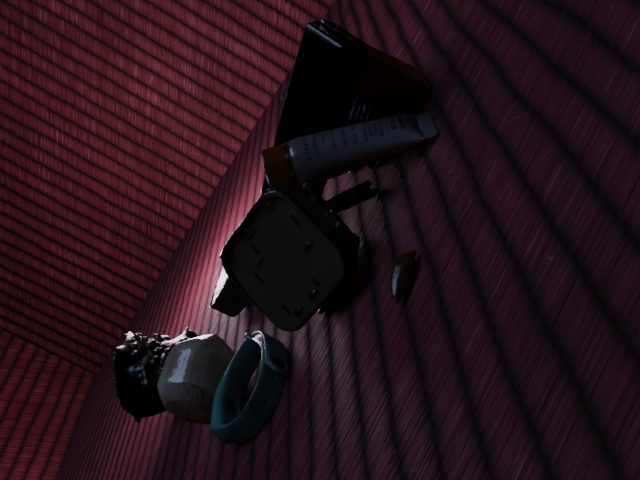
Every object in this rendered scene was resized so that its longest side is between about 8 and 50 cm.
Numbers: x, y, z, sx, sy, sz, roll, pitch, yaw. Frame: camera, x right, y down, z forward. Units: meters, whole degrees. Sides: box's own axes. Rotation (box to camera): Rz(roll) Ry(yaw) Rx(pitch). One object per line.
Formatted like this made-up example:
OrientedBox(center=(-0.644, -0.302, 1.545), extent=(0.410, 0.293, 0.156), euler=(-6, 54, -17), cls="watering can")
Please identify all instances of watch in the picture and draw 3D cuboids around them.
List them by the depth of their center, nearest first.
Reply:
OrientedBox(center=(-0.133, 0.267, 1.595), extent=(0.195, 0.068, 0.237), euler=(-53, 17, 21), cls="watch")

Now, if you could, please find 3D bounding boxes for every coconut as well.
OrientedBox(center=(-0.240, 0.278, 1.758), extent=(0.171, 0.170, 0.183), euler=(-42, 22, 50), cls="coconut")

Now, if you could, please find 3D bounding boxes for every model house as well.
OrientedBox(center=(0.000, 0.000, 1.542), extent=(0.218, 0.205, 0.278), euler=(-48, -11, 35), cls="model house")
OrientedBox(center=(0.061, -0.280, 1.693), extent=(0.237, 0.202, 0.237), euler=(11, 76, 66), cls="model house")

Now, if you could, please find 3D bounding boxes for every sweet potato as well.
OrientedBox(center=(0.117, 0.050, 1.236), extent=(0.034, 0.034, 0.095), euler=(-41, 21, 52), cls="sweet potato")

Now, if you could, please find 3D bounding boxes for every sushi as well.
OrientedBox(center=(-0.402, 0.331, 2.168), extent=(0.238, 0.218, 0.225), euler=(-103, 2, -51), cls="sushi")

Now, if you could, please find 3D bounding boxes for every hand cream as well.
OrientedBox(center=(0.052, -0.171, 1.537), extent=(0.314, 0.089, 0.140), euler=(-17, 24, 10), cls="hand cream")

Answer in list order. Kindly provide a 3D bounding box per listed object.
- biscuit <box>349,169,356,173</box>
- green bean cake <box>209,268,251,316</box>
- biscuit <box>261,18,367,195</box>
OrientedBox(center=(0.097, -0.203, 1.821), extent=(0.147, 0.018, 0.071), euler=(-56, 19, 23), cls="biscuit")
OrientedBox(center=(-0.192, 0.076, 2.105), extent=(0.185, 0.094, 0.183), euler=(-52, 17, 30), cls="green bean cake")
OrientedBox(center=(-0.018, -0.218, 1.625), extent=(0.073, 0.107, 0.388), euler=(-20, -42, -43), cls="biscuit")
